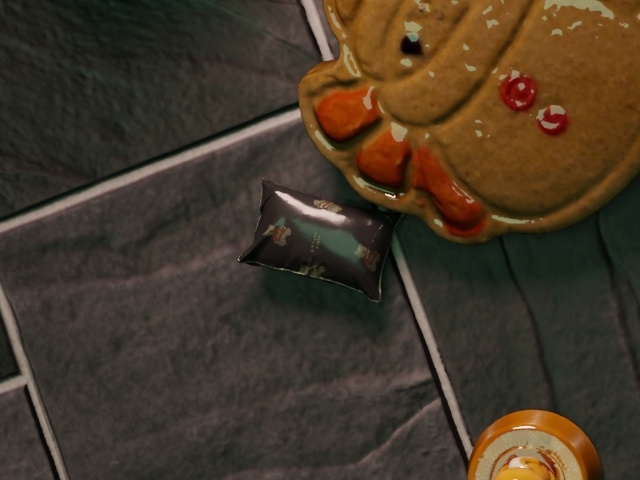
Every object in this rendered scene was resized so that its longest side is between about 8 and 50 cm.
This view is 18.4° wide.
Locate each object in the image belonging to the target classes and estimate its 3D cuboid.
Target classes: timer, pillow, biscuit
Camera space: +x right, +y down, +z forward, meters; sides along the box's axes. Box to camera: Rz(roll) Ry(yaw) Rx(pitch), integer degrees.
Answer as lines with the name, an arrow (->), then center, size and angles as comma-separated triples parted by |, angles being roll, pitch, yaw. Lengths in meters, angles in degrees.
timer -> 0.193, 0.233, 1.862 | 0.132, 0.152, 0.132 | 0, 92, 14
pillow -> 0.000, 0.000, 1.955 | 0.150, 0.048, 0.090 | 14, 103, 9
biscuit -> 0.145, -0.176, 1.862 | 0.381, 0.074, 0.359 | 38, 111, -3
